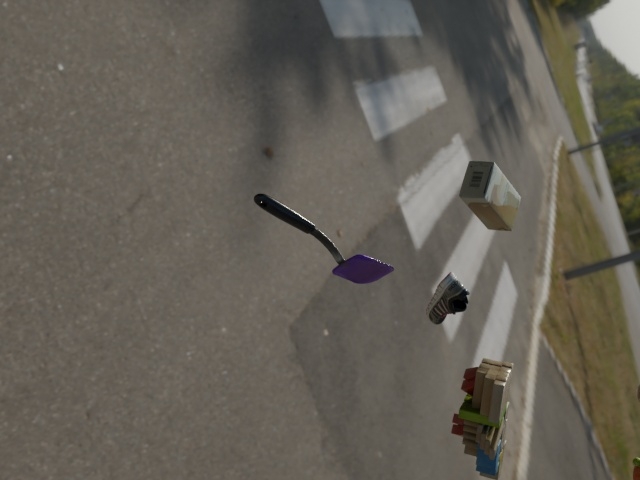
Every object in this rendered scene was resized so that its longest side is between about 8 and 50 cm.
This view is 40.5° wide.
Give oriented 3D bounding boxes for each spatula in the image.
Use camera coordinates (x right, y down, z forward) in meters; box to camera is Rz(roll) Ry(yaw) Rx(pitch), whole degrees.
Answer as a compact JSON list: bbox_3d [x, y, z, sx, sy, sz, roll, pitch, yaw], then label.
[{"bbox_3d":[0.000,0.000,1.521,0.296,0.084,0.030,36,43,-24],"label":"spatula"}]

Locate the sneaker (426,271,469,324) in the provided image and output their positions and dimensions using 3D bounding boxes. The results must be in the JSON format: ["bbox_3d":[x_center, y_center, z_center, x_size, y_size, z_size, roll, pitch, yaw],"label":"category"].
[{"bbox_3d":[0.294,0.148,1.972,0.075,0.063,0.170,41,-36,23],"label":"sneaker"}]

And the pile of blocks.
[{"bbox_3d":[0.323,0.390,1.801,0.149,0.112,0.362,-60,153,-42],"label":"pile of blocks"}]

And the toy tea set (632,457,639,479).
[{"bbox_3d":[0.797,0.586,1.880,0.124,0.200,0.336,-23,-97,64],"label":"toy tea set"}]

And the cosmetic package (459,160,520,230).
[{"bbox_3d":[0.245,-0.063,1.245,0.115,0.041,0.060,36,67,-51],"label":"cosmetic package"}]

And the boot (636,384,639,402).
[{"bbox_3d":[0.654,0.403,1.604,0.283,0.109,0.220,65,27,-44],"label":"boot"}]
